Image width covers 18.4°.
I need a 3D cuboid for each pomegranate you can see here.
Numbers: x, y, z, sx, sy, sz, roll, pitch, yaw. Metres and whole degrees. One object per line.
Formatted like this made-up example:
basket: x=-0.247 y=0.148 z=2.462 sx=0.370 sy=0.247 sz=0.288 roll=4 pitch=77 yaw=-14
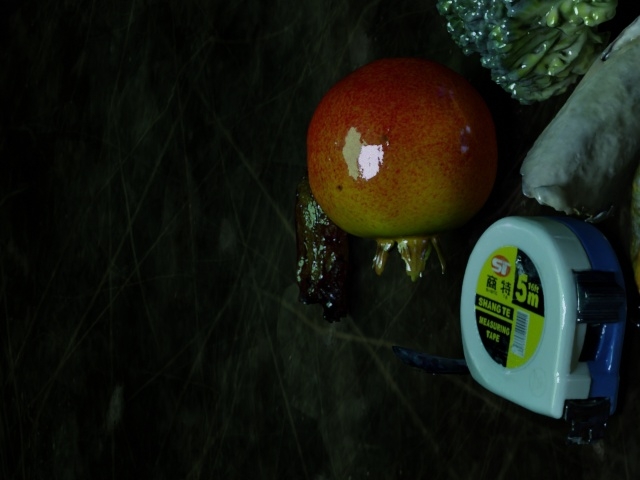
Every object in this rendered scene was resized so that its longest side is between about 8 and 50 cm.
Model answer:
pomegranate: x=0.092 y=-0.079 z=2.242 sx=0.221 sy=0.221 sz=0.256 roll=-11 pitch=86 yaw=61

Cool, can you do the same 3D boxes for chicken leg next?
chicken leg: x=0.000 y=0.000 z=2.552 sx=0.105 sy=0.063 sz=0.234 roll=-27 pitch=61 yaw=53

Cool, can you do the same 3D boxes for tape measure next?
tape measure: x=0.200 y=0.071 z=2.129 sx=0.351 sy=0.098 sz=0.215 roll=20 pitch=106 yaw=58

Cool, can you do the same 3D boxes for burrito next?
burrito: x=0.291 y=-0.141 z=1.834 sx=0.347 sy=0.107 sz=0.175 roll=-56 pitch=-13 yaw=-16

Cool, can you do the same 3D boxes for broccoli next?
broccoli: x=0.235 y=-0.262 z=1.965 sx=0.288 sy=0.246 sz=0.248 roll=-94 pitch=-12 yaw=-59

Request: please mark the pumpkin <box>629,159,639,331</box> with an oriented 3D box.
pumpkin: x=0.395 y=-0.013 z=1.681 sx=0.320 sy=0.192 sz=0.320 roll=-19 pitch=68 yaw=61
